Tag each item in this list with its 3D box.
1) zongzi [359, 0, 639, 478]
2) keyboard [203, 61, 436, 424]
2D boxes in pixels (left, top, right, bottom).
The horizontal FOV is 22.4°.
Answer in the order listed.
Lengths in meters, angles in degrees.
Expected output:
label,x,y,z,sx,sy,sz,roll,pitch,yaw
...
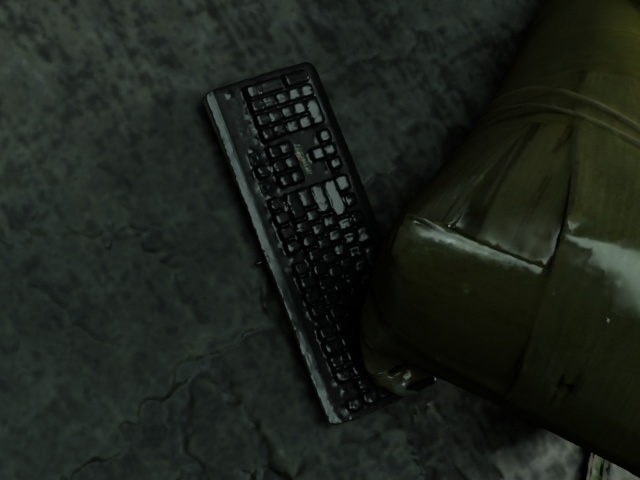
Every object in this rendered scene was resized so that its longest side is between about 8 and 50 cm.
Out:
label,x,y,z,sx,sy,sz,roll,pitch,yaw
zongzi,0.286,0.013,1.036,0.447,0.181,0.418,28,55,1
keyboard,0.000,0.000,1.042,0.093,0.025,0.230,-21,88,-27
